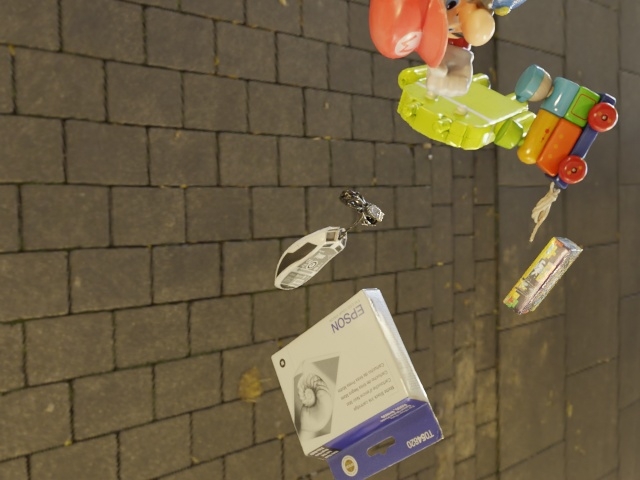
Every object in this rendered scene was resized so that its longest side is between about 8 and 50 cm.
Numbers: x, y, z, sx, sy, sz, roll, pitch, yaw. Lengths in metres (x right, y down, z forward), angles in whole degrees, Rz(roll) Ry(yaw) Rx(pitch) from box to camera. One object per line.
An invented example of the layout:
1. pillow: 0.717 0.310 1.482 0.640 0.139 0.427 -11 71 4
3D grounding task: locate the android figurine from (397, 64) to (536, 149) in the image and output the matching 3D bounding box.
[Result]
1. android figurine: 0.245 -0.232 1.314 0.272 0.248 0.056 -23 139 -44

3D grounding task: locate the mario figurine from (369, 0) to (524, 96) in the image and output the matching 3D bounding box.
1. mario figurine: 0.198 -0.269 0.825 0.320 0.170 0.198 -29 113 -20

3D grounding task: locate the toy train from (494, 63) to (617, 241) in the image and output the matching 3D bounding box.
1. toy train: 0.329 -0.135 1.171 0.143 0.105 0.248 26 102 -7

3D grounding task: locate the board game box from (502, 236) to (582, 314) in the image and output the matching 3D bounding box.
1. board game box: 0.464 0.073 1.583 0.170 0.048 0.141 -56 158 16

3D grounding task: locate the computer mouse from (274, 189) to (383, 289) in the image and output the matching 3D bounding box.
1. computer mouse: 0.000 0.000 1.105 0.042 0.193 0.106 58 18 24

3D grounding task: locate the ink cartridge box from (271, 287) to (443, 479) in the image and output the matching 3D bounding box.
1. ink cartridge box: 0.042 0.217 1.078 0.045 0.223 0.224 1 57 -47
